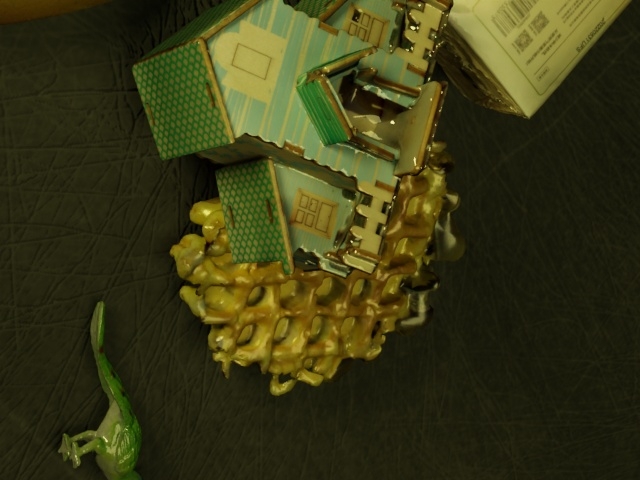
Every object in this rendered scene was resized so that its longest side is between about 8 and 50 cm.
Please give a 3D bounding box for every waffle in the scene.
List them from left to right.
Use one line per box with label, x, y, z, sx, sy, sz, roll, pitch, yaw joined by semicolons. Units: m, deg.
waffle;0.006;0.006;1.449;0.329;0.062;0.329;-20;124;-32

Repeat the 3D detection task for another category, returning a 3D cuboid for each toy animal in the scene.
toy animal;-0.200;0.157;1.384;0.075;0.041;0.216;-28;126;-27

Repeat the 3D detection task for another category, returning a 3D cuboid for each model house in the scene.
model house;-0.031;-0.115;1.237;0.206;0.178;0.271;22;80;-25

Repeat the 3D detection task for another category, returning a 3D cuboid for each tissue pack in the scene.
tissue pack;0.189;-0.247;1.398;0.234;0.125;0.159;-50;121;-6

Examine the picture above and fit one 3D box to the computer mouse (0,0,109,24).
computer mouse;-0.215;-0.226;1.134;0.245;0.056;0.125;-15;123;-32
